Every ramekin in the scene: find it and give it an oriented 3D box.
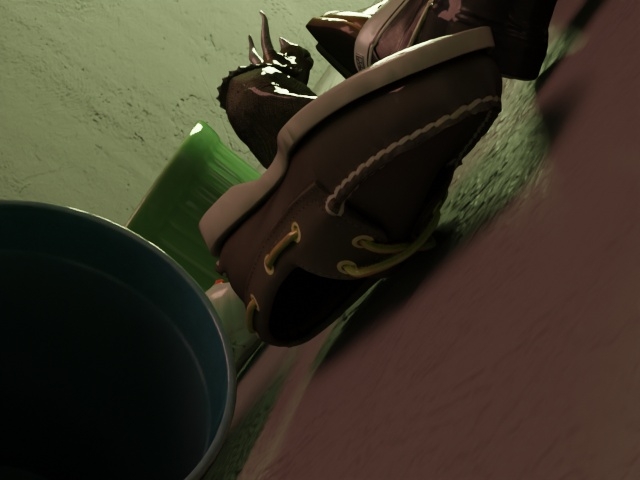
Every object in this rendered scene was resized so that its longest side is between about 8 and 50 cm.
[{"bbox_3d":[-0.153,0.037,1.634,0.303,0.148,0.303,-55,6,8],"label":"ramekin"}]

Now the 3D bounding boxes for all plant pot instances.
[{"bbox_3d":[-0.216,0.157,1.038,0.271,0.272,0.255,-61,-6,-45],"label":"plant pot"}]

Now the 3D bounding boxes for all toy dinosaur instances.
[{"bbox_3d":[-0.033,-0.106,1.393,0.121,0.160,0.313,-55,5,11],"label":"toy dinosaur"}]

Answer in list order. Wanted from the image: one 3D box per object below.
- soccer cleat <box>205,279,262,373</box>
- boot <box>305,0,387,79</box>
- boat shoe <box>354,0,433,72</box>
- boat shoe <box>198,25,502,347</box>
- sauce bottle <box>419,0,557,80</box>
[{"bbox_3d":[-0.096,0.105,1.251,0.196,0.068,0.076,-51,22,44],"label":"soccer cleat"},{"bbox_3d":[0.061,-0.221,1.602,0.115,0.112,0.305,-45,4,3],"label":"boot"},{"bbox_3d":[0.118,-0.198,1.175,0.070,0.078,0.219,25,75,49],"label":"boat shoe"},{"bbox_3d":[0.022,-0.021,0.832,0.109,0.091,0.305,-17,-11,-27],"label":"boat shoe"},{"bbox_3d":[0.135,-0.258,0.817,0.111,0.111,0.344,-78,6,-75],"label":"sauce bottle"}]
